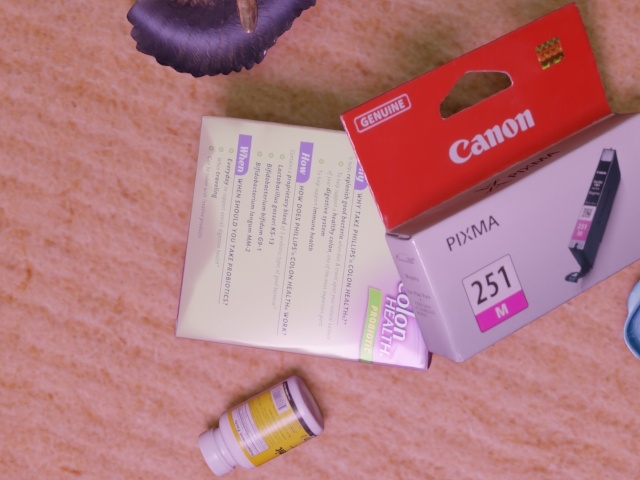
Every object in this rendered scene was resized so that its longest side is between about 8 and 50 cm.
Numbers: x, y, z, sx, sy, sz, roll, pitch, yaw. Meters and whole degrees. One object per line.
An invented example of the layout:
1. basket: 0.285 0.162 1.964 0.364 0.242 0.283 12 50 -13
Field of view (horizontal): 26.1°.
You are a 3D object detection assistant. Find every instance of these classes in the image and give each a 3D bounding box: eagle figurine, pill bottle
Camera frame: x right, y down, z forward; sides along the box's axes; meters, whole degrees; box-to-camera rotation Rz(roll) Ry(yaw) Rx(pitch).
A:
1. eagle figurine: -0.089 -0.294 1.278 0.225 0.298 0.226 40 78 -11
2. pill bottle: -0.060 0.187 1.370 0.116 0.065 0.065 -28 88 7

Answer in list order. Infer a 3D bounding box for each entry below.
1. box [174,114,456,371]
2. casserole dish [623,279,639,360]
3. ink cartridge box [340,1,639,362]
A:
1. box: 0.000 0.000 1.332 0.243 0.117 0.213 7 92 7
2. casserole dish: 0.380 0.098 1.332 0.188 0.037 0.114 35 95 5
3. ink cartridge box: 0.182 -0.058 1.255 0.275 0.060 0.239 -28 107 -20
